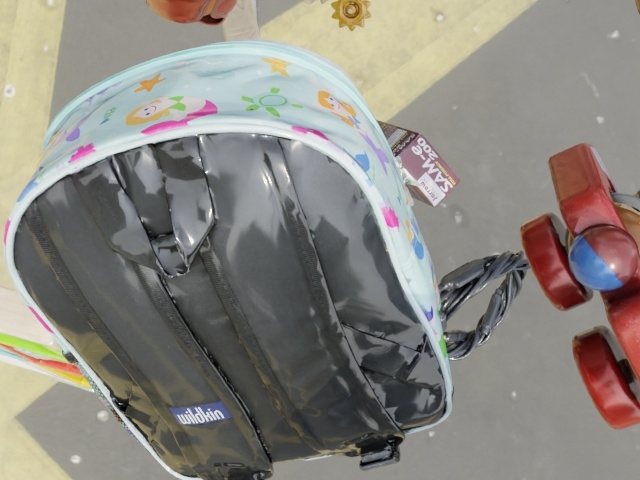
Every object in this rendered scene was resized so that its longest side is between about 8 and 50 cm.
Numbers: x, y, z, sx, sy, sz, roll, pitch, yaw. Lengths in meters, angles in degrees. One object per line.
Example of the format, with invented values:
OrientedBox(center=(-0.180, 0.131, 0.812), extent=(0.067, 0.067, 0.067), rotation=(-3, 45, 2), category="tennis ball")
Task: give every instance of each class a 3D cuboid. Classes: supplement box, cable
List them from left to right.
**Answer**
OrientedBox(center=(0.142, -0.152, 1.383), extent=(0.073, 0.239, 0.130), rotation=(-47, 118, -3), category="supplement box")
OrientedBox(center=(0.212, 0.085, 0.975), extent=(0.184, 0.047, 0.150), rotation=(-28, 132, -25), category="cable")

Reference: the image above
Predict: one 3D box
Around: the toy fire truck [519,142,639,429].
OrientedBox(center=(0.281, 0.054, 0.636), extent=(0.302, 0.169, 0.254), rotation=(66, 22, 4), category="toy fire truck")

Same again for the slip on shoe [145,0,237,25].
OrientedBox(center=(-0.154, -0.293, 0.827), extent=(0.123, 0.331, 0.101), rotation=(23, 104, -1), category="slip on shoe")

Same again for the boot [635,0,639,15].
OrientedBox(center=(0.426, -0.243, 0.681), extent=(0.220, 0.109, 0.283), rotation=(-41, 107, -5), category="boot")

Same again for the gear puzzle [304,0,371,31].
OrientedBox(center=(0.007, -0.588, 1.509), extent=(0.339, 0.175, 0.044), rotation=(55, 25, -17), category="gear puzzle")

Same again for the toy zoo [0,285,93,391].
OrientedBox(center=(-0.240, 0.085, 0.615), extent=(0.192, 0.293, 0.030), rotation=(13, 70, 11), category="toy zoo")

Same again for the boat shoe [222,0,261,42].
OrientedBox(center=(-0.187, -0.531, 1.623), extent=(0.103, 0.092, 0.285), rotation=(-13, 107, -6), category="boat shoe")

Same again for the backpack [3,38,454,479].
OrientedBox(center=(-0.048, 0.009, 0.448), extent=(0.191, 0.225, 0.253), rotation=(-92, 161, -46), category="backpack")
